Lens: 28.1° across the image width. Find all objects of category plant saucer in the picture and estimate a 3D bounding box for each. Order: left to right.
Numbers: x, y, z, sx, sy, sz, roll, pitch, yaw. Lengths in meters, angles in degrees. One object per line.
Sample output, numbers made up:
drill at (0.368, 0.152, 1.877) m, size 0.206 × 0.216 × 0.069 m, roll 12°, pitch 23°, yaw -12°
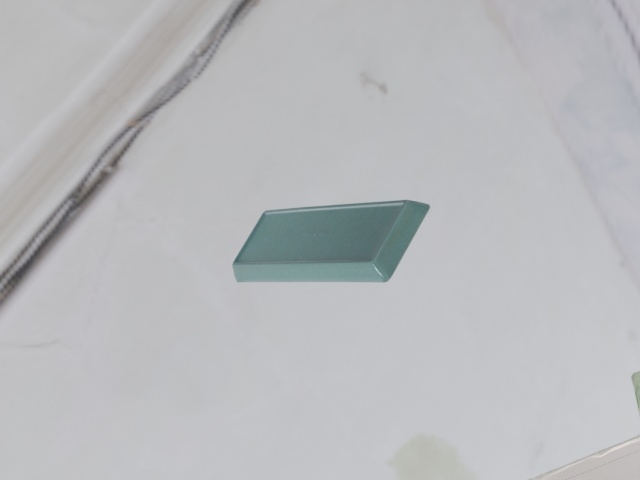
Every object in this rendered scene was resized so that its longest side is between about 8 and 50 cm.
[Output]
plant saucer at (0.000, 0.000, 0.940) m, size 0.018 × 0.192 × 0.067 m, roll 42°, pitch -114°, yaw -28°

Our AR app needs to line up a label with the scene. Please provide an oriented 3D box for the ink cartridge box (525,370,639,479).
ink cartridge box at (0.177, 0.138, 0.582) m, size 0.171 × 0.235 × 0.056 m, roll 59°, pitch -160°, yaw -20°
